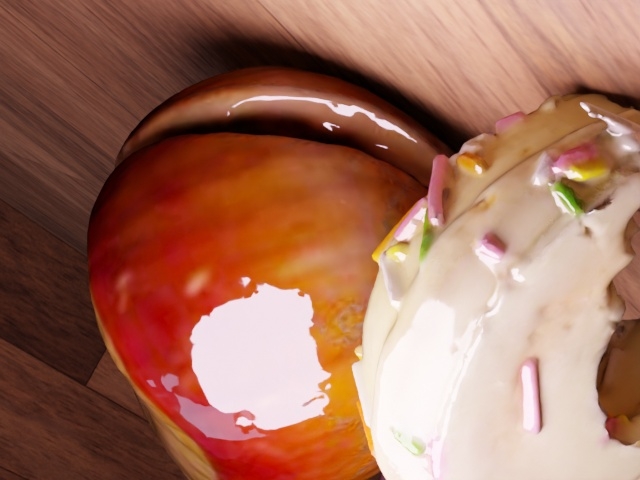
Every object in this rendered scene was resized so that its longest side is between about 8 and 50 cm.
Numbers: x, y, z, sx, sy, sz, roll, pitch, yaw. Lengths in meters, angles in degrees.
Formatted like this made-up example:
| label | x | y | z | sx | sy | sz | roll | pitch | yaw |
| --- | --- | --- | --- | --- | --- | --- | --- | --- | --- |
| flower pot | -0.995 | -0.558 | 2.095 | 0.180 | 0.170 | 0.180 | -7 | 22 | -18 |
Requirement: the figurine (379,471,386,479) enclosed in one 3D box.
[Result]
| label | x | y | z | sx | sy | sz | roll | pitch | yaw |
| --- | --- | --- | --- | --- | --- | --- | --- | --- | --- |
| figurine | 0.226 | 0.277 | 2.190 | 0.270 | 0.261 | 0.211 | 33 | 141 | -19 |

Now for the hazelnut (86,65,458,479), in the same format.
| label | x | y | z | sx | sy | sz | roll | pitch | yaw |
| --- | --- | --- | --- | --- | --- | --- | --- | --- | --- |
| hazelnut | -0.027 | 0.028 | 1.281 | 0.359 | 0.359 | 0.409 | 29 | 166 | -6 |

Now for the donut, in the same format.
| label | x | y | z | sx | sy | sz | roll | pitch | yaw |
| --- | --- | --- | --- | --- | --- | --- | --- | --- | --- |
| donut | 0.175 | 0.081 | 1.072 | 0.371 | 0.307 | 0.150 | 35 | -170 | -38 |
